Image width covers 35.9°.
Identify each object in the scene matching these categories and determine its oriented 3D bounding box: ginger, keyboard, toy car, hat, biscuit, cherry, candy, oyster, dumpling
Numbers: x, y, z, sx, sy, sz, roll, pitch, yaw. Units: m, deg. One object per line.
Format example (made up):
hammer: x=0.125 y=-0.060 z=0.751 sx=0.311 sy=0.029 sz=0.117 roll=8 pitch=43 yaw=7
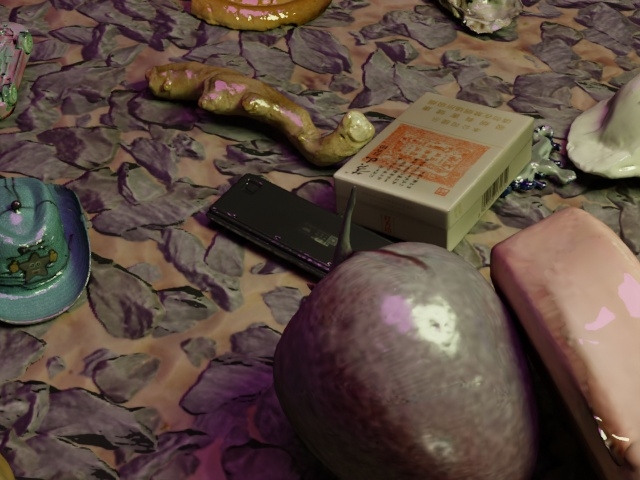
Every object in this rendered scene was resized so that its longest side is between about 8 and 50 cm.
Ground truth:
ginger: x=-0.074 y=-0.149 z=1.105 sx=0.288 sy=0.075 sz=0.089 roll=24 pitch=22 yaw=23
keyboard: x=0.000 y=0.000 z=0.992 sx=0.230 sy=0.025 sz=0.093 roll=27 pitch=48 yaw=20
toy car: x=-0.367 y=-0.189 z=1.117 sx=0.069 sy=0.055 sz=0.142 roll=0 pitch=54 yaw=3
hat: x=-0.286 y=-0.013 z=0.926 sx=0.138 sy=0.078 sz=0.191 roll=-16 pitch=48 yaw=-25
biscuit: x=-0.061 y=-0.337 z=1.332 sx=0.144 sy=0.033 sz=0.224 roll=30 pitch=49 yaw=23
cherry: x=0.061 y=0.103 z=0.757 sx=0.184 sy=0.213 sz=0.266 roll=-28 pitch=82 yaw=-8
candy: x=0.221 y=0.095 z=0.763 sx=0.094 sy=0.255 sz=0.255 roll=-28 pitch=48 yaw=4
oyster: x=0.208 y=-0.344 z=1.363 sx=0.108 sy=0.053 sz=0.165 roll=-37 pitch=64 yaw=-6
dumpling: x=0.389 y=-0.143 z=1.149 sx=0.252 sy=0.131 sz=0.179 roll=-33 pitch=33 yaw=-9

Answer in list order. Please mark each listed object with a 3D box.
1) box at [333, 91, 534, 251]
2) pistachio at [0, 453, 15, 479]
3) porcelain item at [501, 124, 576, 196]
box: x=0.124 y=-0.078 z=1.051 sx=0.141 sy=0.058 sz=0.201 roll=20 pitch=45 yaw=29
pistachio: x=-0.282 y=0.229 z=0.616 sx=0.213 sy=0.163 sz=0.260 roll=25 pitch=32 yaw=-32
porcelain item: x=0.253 y=-0.083 z=1.114 sx=0.075 sy=0.021 sz=0.136 roll=24 pitch=46 yaw=23
